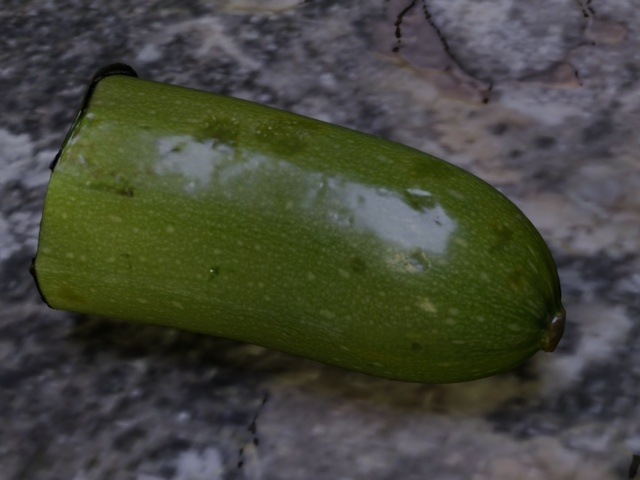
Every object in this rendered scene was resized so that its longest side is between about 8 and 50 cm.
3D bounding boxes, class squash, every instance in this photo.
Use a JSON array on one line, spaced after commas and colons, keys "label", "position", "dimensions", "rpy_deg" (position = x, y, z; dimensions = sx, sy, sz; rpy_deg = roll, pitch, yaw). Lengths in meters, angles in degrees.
[{"label": "squash", "position": [0.000, 0.000, 0.710], "dimensions": [0.188, 0.095, 0.095], "rpy_deg": [14, 44, 17]}]
